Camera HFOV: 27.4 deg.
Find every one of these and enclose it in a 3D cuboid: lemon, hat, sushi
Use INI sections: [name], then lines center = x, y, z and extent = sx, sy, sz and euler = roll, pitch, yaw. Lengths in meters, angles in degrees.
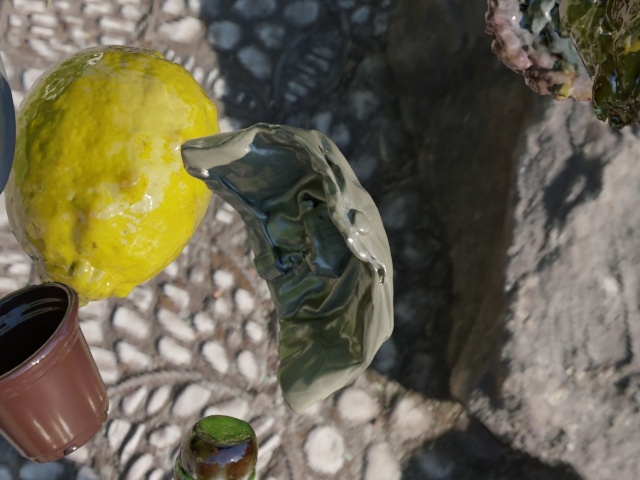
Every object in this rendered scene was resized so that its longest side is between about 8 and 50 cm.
[lemon]
center = -0.266, -0.092, 1.647
extent = 0.285, 0.285, 0.316
euler = 42, 60, 9
[hat]
center = 0.000, 0.000, 1.000
extent = 0.214, 0.149, 0.245
euler = 66, 20, -3
[sushi]
center = 0.254, -0.265, 1.171
extent = 0.237, 0.270, 0.171
euler = 9, 25, 17

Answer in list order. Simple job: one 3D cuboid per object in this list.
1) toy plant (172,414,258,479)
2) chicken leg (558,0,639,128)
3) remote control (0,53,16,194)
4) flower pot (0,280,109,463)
[toy plant]
center = -0.124, 0.282, 1.477
extent = 0.093, 0.162, 0.093
euler = 12, 20, -5
[chicken leg]
center = 0.241, -0.214, 0.948
extent = 0.140, 0.211, 0.361
euler = -22, 85, -32
[remote control]
center = -0.372, -0.178, 1.254
extent = 0.104, 0.332, 0.221
euler = -8, 25, 12
[flower pot]
center = -0.192, 0.096, 0.897
extent = 0.111, 0.111, 0.089
euler = -50, 125, -33
